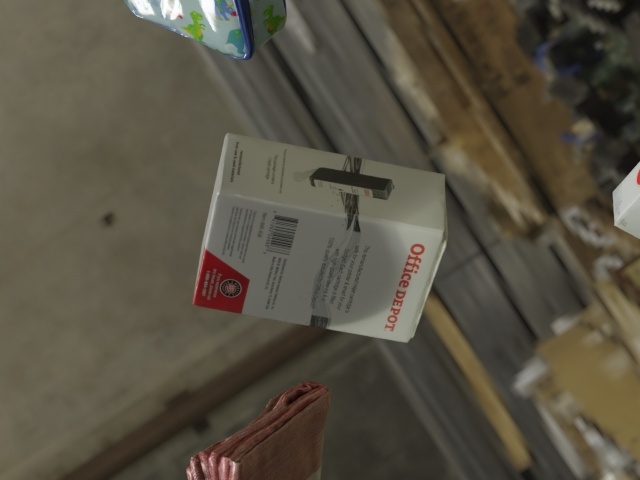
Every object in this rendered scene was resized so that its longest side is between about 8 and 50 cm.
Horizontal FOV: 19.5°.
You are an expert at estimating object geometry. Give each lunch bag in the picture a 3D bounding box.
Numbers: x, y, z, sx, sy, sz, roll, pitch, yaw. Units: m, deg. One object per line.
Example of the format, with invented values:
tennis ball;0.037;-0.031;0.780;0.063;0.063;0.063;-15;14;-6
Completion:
lunch bag;-0.147;-0.313;2.099;0.219;0.090;0.176;29;148;28

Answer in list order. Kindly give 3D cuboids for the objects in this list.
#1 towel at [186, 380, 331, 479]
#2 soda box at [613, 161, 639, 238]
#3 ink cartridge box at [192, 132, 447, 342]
towel;-0.053;0.277;1.287;0.237;0.037;0.329;-23;-59;-73
soda box;0.437;-0.092;2.198;0.074;0.216;0.069;28;-144;-14
ink cartridge box;0.000;0.000;2.221;0.114;0.273;0.197;-84;7;-46
